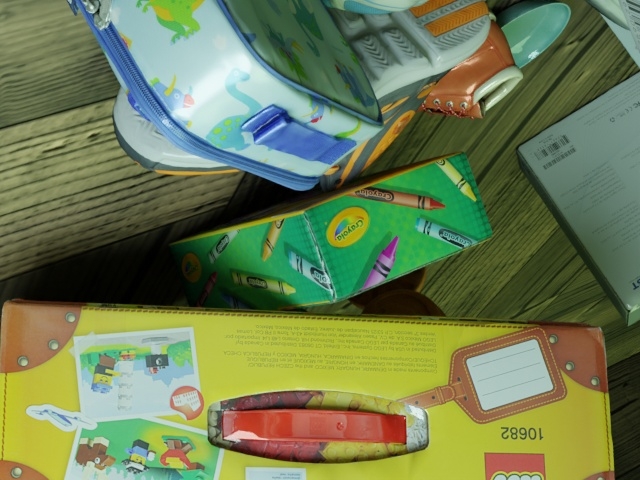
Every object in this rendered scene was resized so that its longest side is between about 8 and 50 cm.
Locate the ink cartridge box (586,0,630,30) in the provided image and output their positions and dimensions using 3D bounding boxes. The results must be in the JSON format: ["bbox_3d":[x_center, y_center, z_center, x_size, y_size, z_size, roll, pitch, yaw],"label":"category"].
[{"bbox_3d":[0.295,-0.297,1.220,0.232,0.066,0.189,-57,157,10],"label":"ink cartridge box"}]

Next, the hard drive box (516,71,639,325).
[{"bbox_3d":[0.364,-0.050,1.670,0.181,0.232,0.089,-31,162,2],"label":"hard drive box"}]

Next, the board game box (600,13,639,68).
[{"bbox_3d":[0.394,-0.127,1.388,0.097,0.303,0.224,-36,161,16],"label":"board game box"}]

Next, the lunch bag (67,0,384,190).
[{"bbox_3d":[-0.055,-0.121,0.868,0.090,0.176,0.219,-37,163,16],"label":"lunch bag"}]

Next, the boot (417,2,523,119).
[{"bbox_3d":[0.101,-0.128,1.265,0.158,0.085,0.059,-36,164,20],"label":"boot"}]

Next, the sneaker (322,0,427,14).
[{"bbox_3d":[0.093,-0.219,1.033,0.237,0.085,0.086,-23,-173,-35],"label":"sneaker"}]

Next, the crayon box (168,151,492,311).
[{"bbox_3d":[0.000,0.000,1.278,0.165,0.081,0.278,-21,-175,-29],"label":"crayon box"}]

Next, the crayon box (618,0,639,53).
[{"bbox_3d":[0.299,-0.177,0.992,0.083,0.203,0.323,-30,-154,-3],"label":"crayon box"}]

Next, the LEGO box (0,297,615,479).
[{"bbox_3d":[-0.045,0.196,1.302,0.500,0.193,0.372,3,163,-14],"label":"LEGO box"}]

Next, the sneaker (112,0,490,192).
[{"bbox_3d":[-0.020,-0.090,1.098,0.321,0.125,0.180,-21,159,-30],"label":"sneaker"}]

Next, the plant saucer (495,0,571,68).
[{"bbox_3d":[0.173,-0.186,1.331,0.119,0.021,0.119,-28,162,-10],"label":"plant saucer"}]

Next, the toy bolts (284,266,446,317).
[{"bbox_3d":[0.029,0.100,1.575,0.228,0.218,0.158,-23,149,-2],"label":"toy bolts"}]
